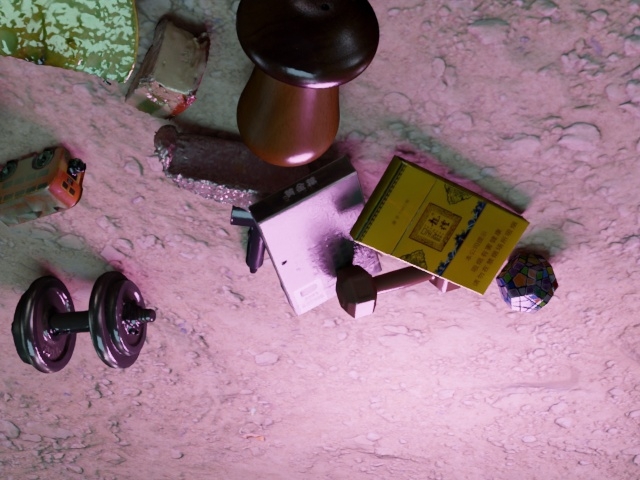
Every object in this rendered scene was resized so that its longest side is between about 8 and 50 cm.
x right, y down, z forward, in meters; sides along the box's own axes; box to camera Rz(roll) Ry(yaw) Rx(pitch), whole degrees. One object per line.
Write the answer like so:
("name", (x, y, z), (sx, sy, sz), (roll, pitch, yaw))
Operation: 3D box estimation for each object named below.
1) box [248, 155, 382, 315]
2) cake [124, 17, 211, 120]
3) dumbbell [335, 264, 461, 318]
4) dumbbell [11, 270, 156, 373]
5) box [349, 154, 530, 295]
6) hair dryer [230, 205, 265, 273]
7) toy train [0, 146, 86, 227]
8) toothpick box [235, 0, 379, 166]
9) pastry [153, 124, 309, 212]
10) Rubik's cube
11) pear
("box", (-0.001, 0.001, 1.806), (0.180, 0.047, 0.325), (-28, 149, -6))
("cake", (-0.224, -0.256, 1.601), (0.086, 0.116, 0.220), (21, 173, -15))
("dumbbell", (0.140, 0.067, 1.877), (0.231, 0.092, 0.082), (-14, 171, -15))
("dumbbell", (-0.450, 0.155, 2.036), (0.290, 0.192, 0.192), (-6, 141, 13))
("box", (0.200, -0.021, 1.786), (0.279, 0.041, 0.153), (23, 107, -27))
("hair dryer", (-0.095, -0.008, 1.902), (0.128, 0.070, 0.255), (6, 150, -2))
("toy train", (-0.478, -0.091, 1.796), (0.188, 0.099, 0.072), (-14, 138, 25))
("toothpick box", (-0.029, -0.238, 1.489), (0.192, 0.192, 0.294), (9, 148, -5))
("pastry", (-0.152, -0.112, 1.726), (0.265, 0.103, 0.112), (18, 147, -21))
("Rubik's cube", (0.368, 0.075, 1.916), (0.093, 0.111, 0.111), (-21, 142, -7))
("pear", (-0.368, -0.357, 1.408), (0.288, 0.139, 0.239), (11, 138, -11))
